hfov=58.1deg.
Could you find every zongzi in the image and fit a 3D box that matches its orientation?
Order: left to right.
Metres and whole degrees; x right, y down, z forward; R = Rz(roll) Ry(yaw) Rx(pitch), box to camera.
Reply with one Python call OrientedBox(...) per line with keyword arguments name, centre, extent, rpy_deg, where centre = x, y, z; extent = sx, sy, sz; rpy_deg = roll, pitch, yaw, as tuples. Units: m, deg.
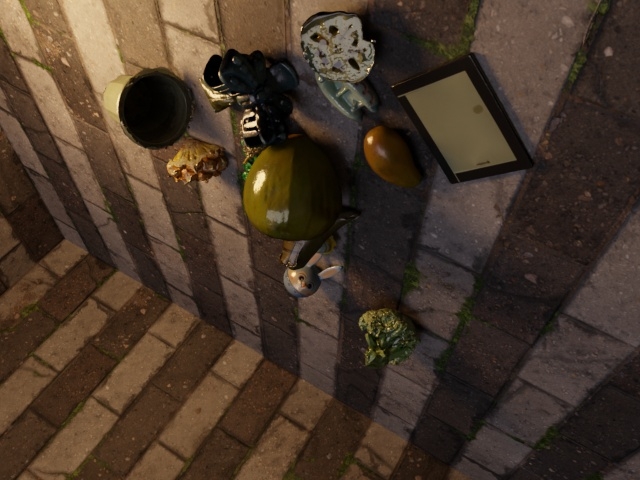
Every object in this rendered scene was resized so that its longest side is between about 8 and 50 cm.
OrientedBox(name="zongzi", centre=(-0.328, -0.505, 1.909), extent=(0.154, 0.062, 0.130), rpy_deg=(-13, 111, 45))
OrientedBox(name="zongzi", centre=(0.000, 0.000, 2.079), extent=(0.289, 0.123, 0.260), rpy_deg=(14, 97, 28))

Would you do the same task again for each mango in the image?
OrientedBox(name="mango", centre=(0.209, -0.235, 1.681), extent=(0.136, 0.099, 0.227), rpy_deg=(-12, 132, 44))

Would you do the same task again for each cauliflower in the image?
OrientedBox(name="cauliflower", centre=(0.262, 0.405, 2.322), extent=(0.275, 0.250, 0.272), rpy_deg=(36, 151, -6))

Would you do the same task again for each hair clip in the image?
OrientedBox(name="hair clip", centre=(-0.197, -0.436, 1.718), extent=(0.194, 0.206, 0.310), rpy_deg=(6, 136, 47))

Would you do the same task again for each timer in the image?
OrientedBox(name="timer", centre=(-0.050, 0.150, 2.387), extent=(0.175, 0.175, 0.255), rpy_deg=(46, 147, -14))

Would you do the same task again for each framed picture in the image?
OrientedBox(name="framed picture", centre=(0.366, -0.301, 1.506), extent=(0.265, 0.016, 0.347), rpy_deg=(-10, 125, 50))

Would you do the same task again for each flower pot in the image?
OrientedBox(name="flower pot", centre=(-0.636, -0.484, 2.072), extent=(0.259, 0.290, 0.290), rpy_deg=(24, 149, 45))

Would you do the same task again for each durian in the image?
OrientedBox(name="durian", centre=(-0.224, -0.347, 1.891), extent=(0.146, 0.102, 0.208), rpy_deg=(40, 113, 41))

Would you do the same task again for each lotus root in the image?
OrientedBox(name="lotus root", centre=(0.054, -0.506, 1.482), extent=(0.204, 0.078, 0.183), rpy_deg=(13, 132, 18))

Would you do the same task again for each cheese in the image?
OrientedBox(name="cheese", centre=(-0.049, -0.012, 2.254), extent=(0.270, 0.069, 0.177), rpy_deg=(6, 136, 42))

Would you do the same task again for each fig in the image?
OrientedBox(name="fig", centre=(-0.094, -0.170, 1.871), extent=(0.343, 0.343, 0.343), rpy_deg=(26, 147, 18))

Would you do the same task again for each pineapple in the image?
OrientedBox(name="pineapple", centre=(-0.482, -0.312, 2.231), extent=(0.236, 0.186, 0.114), rpy_deg=(-9, 139, -7))

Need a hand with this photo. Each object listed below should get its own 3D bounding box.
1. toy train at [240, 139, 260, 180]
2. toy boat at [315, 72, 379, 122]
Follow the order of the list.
OrientedBox(name="toy train", centre=(-0.217, -0.291, 2.052), extent=(0.119, 0.085, 0.251), rpy_deg=(20, 145, 10))
OrientedBox(name="toy boat", centre=(0.065, -0.415, 1.603), extent=(0.207, 0.079, 0.134), rpy_deg=(46, 151, -18))
